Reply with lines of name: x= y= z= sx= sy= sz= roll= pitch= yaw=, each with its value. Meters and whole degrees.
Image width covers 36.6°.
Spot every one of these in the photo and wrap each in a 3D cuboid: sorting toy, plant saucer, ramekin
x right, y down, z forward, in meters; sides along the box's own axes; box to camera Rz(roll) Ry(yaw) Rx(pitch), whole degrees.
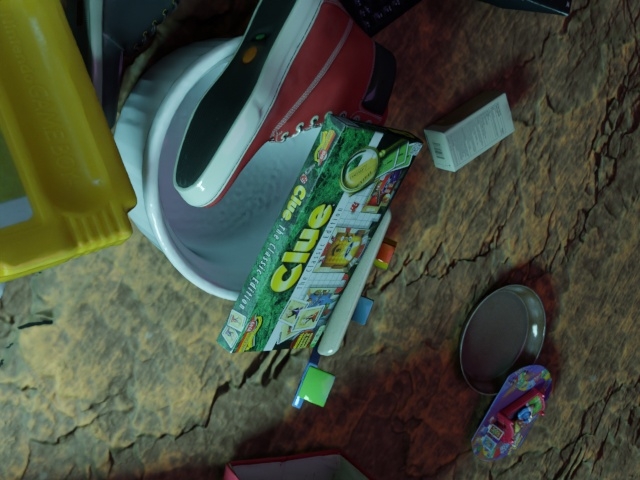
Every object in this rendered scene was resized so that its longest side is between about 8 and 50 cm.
sorting toy: x=0.052 y=0.044 z=1.132 sx=0.047 sy=0.196 sz=0.347 roll=22 pitch=91 yaw=1
plant saucer: x=0.257 y=0.141 z=1.402 sx=0.169 sy=0.029 sz=0.168 roll=-11 pitch=110 yaw=-33
ramekin: x=-0.083 y=-0.086 z=1.028 sx=0.277 sy=0.135 sz=0.277 roll=-11 pitch=111 yaw=-32

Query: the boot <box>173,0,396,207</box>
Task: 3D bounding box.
boot: x=-0.021 y=-0.110 z=0.927 sx=0.176 sy=0.088 sz=0.244 roll=37 pitch=78 yaw=-38

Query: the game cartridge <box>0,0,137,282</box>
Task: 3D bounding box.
game cartridge: x=-0.343 y=-0.089 z=0.815 sx=0.324 sy=0.053 sz=0.285 roll=-20 pitch=85 yaw=-28

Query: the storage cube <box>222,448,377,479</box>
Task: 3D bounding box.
storage cube: x=-0.015 y=0.391 z=1.176 sx=0.184 sy=0.215 sz=0.193 roll=2 pitch=109 yaw=-36

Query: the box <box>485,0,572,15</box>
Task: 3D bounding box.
box: x=0.248 y=-0.411 z=1.147 sx=0.184 sy=0.103 sz=0.261 roll=-8 pitch=109 yaw=-56

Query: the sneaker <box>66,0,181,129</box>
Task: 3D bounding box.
sneaker: x=-0.183 y=-0.208 z=0.952 sx=0.118 sy=0.083 sz=0.221 roll=-3 pitch=105 yaw=-35

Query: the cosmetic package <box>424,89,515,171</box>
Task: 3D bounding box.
cosmetic package: x=0.195 y=-0.144 z=1.264 sx=0.115 sy=0.041 sz=0.060 roll=-33 pitch=120 yaw=-23

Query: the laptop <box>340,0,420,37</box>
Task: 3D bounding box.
laptop: x=0.090 y=-0.335 z=0.982 sx=0.264 sy=0.137 sz=0.234 roll=-39 pitch=122 yaw=-20

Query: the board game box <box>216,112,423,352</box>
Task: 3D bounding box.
board game box: x=0.000 y=0.000 z=0.977 sx=0.136 sy=0.030 sz=0.259 roll=4 pitch=119 yaw=-49

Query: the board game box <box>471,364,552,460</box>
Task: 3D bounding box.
board game box: x=0.299 y=0.267 z=1.446 sx=0.133 sy=0.033 sz=0.168 roll=21 pitch=101 yaw=-45

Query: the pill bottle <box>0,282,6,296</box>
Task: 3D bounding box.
pill bottle: x=-0.368 y=0.041 z=0.874 sx=0.216 sy=0.121 sz=0.121 roll=-44 pitch=124 yaw=-17
